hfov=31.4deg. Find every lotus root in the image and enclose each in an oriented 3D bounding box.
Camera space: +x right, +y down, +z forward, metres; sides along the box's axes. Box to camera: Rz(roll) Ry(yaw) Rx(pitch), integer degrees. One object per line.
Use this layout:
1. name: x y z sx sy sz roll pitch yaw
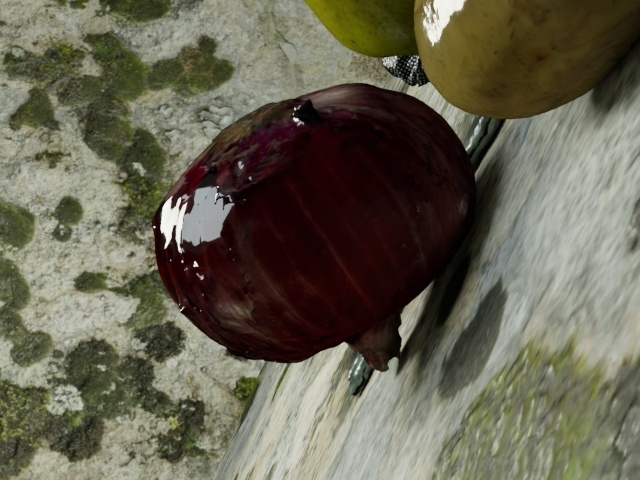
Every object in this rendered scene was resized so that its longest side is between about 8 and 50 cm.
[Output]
1. lotus root: 0.111 -0.129 0.607 0.125 0.118 0.221 -33 -8 -14

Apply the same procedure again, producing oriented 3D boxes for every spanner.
1. spanner: 0.085 0.006 0.960 0.071 0.017 0.302 -73 7 -67

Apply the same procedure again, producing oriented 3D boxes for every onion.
1. onion: 0.000 0.000 0.841 0.252 0.252 0.219 -90 -21 -74

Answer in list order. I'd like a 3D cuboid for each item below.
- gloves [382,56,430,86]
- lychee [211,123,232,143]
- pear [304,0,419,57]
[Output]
1. gloves: 0.154 -0.263 1.360 0.181 0.106 0.129 -7 55 53
2. lychee: -0.028 -0.008 1.114 0.271 0.236 0.236 10 75 62
3. pear: 0.082 -0.295 0.896 0.294 0.294 0.294 -156 90 -87
